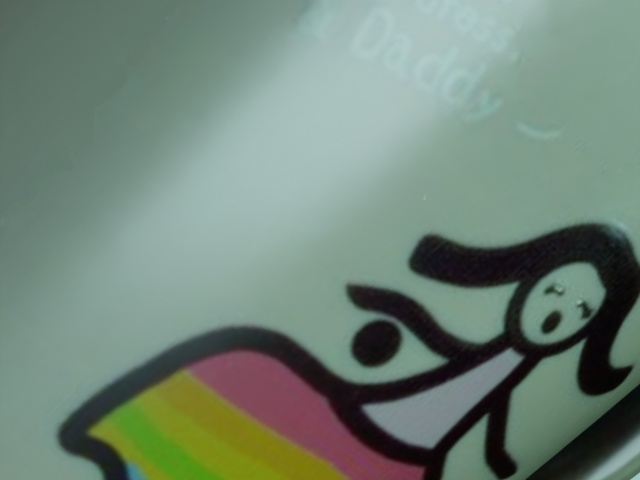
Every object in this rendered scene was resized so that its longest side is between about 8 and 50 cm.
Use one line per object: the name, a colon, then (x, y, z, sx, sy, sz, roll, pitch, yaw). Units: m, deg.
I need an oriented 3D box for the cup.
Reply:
cup: (0.000, 0.000, 0.439, 0.200, 0.191, 0.253, -44, 132, 6)
